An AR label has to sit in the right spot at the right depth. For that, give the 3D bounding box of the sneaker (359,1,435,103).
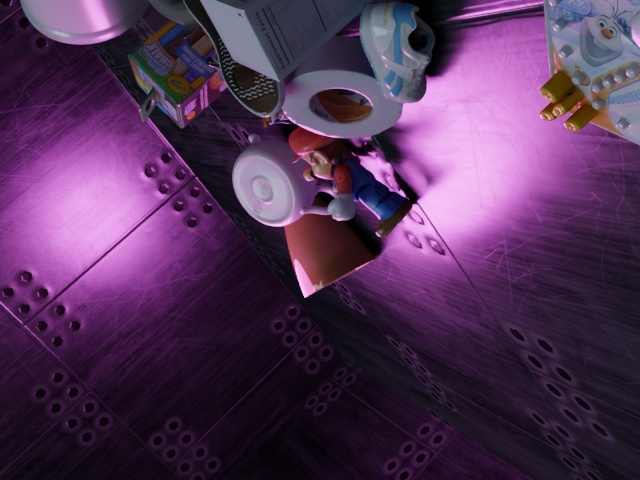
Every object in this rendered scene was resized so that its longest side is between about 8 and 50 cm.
[{"bbox_3d":[0.138,-0.289,1.241,0.092,0.087,0.228,3,160,24],"label":"sneaker"}]

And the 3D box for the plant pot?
[{"bbox_3d":[0.000,0.000,2.286,0.254,0.237,0.237,62,167,5],"label":"plant pot"}]

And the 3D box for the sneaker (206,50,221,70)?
[{"bbox_3d":[-0.223,-0.461,1.758,0.229,0.132,0.086,50,166,-14],"label":"sneaker"}]

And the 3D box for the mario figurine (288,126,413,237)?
[{"bbox_3d":[0.048,-0.133,1.792,0.320,0.170,0.198,43,173,3],"label":"mario figurine"}]

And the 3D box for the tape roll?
[{"bbox_3d":[0.039,-0.266,1.385,0.219,0.072,0.219,6,157,2],"label":"tape roll"}]

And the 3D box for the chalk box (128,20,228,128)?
[{"bbox_3d":[-0.354,-0.416,1.952,0.179,0.289,0.180,46,166,4],"label":"chalk box"}]

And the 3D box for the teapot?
[{"bbox_3d":[-0.098,-0.171,2.130,0.252,0.187,0.256,-7,112,41],"label":"teapot"}]

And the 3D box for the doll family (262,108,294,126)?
[{"bbox_3d":[-0.036,-0.282,1.676,0.263,0.163,0.118,167,93,-75],"label":"doll family"}]

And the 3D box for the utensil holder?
[{"bbox_3d":[-0.583,-0.695,1.795,0.327,0.327,0.385,44,165,13],"label":"utensil holder"}]

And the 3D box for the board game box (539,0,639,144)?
[{"bbox_3d":[0.384,-0.199,0.827,0.390,0.050,0.390,37,164,37],"label":"board game box"}]

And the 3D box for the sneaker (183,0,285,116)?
[{"bbox_3d":[-0.123,-0.346,1.369,0.123,0.106,0.290,-11,-110,-58],"label":"sneaker"}]

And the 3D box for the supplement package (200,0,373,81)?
[{"bbox_3d":[-0.039,-0.381,1.181,0.134,0.244,0.139,34,161,42],"label":"supplement package"}]

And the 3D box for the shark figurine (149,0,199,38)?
[{"bbox_3d":[-0.235,-0.447,1.496,0.166,0.116,0.278,36,157,-20],"label":"shark figurine"}]
